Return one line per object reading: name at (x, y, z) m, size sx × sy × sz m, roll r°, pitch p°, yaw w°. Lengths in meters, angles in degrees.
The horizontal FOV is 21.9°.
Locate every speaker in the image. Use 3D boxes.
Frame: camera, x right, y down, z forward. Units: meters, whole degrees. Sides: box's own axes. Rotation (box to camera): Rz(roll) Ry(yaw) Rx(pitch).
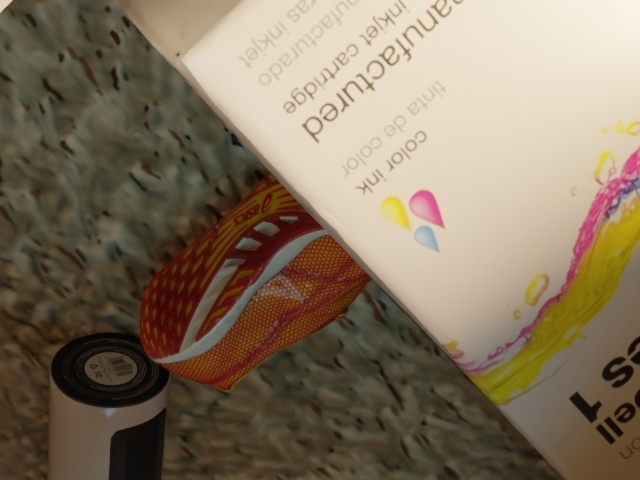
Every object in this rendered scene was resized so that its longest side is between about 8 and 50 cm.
speaker at (-0.101, 0.112, 0.775) m, size 0.055 × 0.055 × 0.136 m, roll 5°, pitch 123°, yaw -5°

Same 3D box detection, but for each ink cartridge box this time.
ink cartridge box at (0.098, -0.048, 0.599) m, size 0.201 × 0.117 × 0.278 m, roll -43°, pitch 117°, yaw 1°

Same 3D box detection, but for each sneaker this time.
sneaker at (0.000, 0.000, 0.708) m, size 0.175 × 0.064 × 0.067 m, roll -35°, pitch 145°, yaw 20°

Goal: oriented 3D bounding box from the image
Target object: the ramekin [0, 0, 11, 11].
ramekin at (-0.201, -0.143, 0.477) m, size 0.135 × 0.277 × 0.277 m, roll -46°, pitch 123°, yaw -23°
